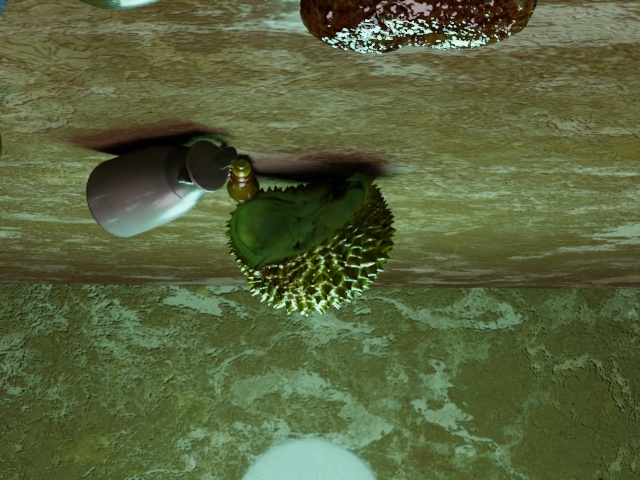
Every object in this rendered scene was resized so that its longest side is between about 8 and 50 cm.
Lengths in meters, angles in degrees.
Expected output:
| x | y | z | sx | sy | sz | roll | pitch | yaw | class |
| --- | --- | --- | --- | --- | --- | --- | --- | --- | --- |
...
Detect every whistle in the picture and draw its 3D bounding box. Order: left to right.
| x | y | z | sx | sy | sz | roll | pitch | yaw | class |
| --- | --- | --- | --- | --- | --- | --- | --- | --- | --- |
| -0.115 | -0.094 | 1.666 | 0.046 | 0.057 | 0.109 | -43 | 165 | -10 | whistle |

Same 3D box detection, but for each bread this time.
| x | y | z | sx | sy | sz | roll | pitch | yaw | class |
| --- | --- | --- | --- | --- | --- | --- | --- | --- | --- |
| 0.077 | -0.183 | 0.970 | 0.193 | 0.063 | 0.193 | -1 | 174 | 0 | bread |

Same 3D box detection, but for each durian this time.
| x | y | z | sx | sy | sz | roll | pitch | yaw | class |
| --- | --- | --- | --- | --- | --- | --- | --- | --- | --- |
| -0.003 | 0.002 | 1.730 | 0.237 | 0.200 | 0.176 | -20 | 148 | 19 | durian |

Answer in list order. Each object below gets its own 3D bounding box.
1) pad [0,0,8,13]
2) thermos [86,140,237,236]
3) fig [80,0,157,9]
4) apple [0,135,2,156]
| x | y | z | sx | sy | sz | roll | pitch | yaw | class |
| --- | --- | --- | --- | --- | --- | --- | --- | --- | --- |
| -0.342 | -0.224 | 0.885 | 0.270 | 0.012 | 0.269 | 5 | 170 | -25 | pad |
| -0.190 | -0.081 | 1.566 | 0.193 | 0.105 | 0.137 | -17 | -172 | 42 | thermos |
| -0.169 | -0.217 | 0.722 | 0.236 | 0.124 | 0.124 | 23 | 179 | 19 | fig |
| -0.410 | -0.105 | 1.307 | 0.147 | 0.146 | 0.146 | 0 | 171 | 0 | apple |
